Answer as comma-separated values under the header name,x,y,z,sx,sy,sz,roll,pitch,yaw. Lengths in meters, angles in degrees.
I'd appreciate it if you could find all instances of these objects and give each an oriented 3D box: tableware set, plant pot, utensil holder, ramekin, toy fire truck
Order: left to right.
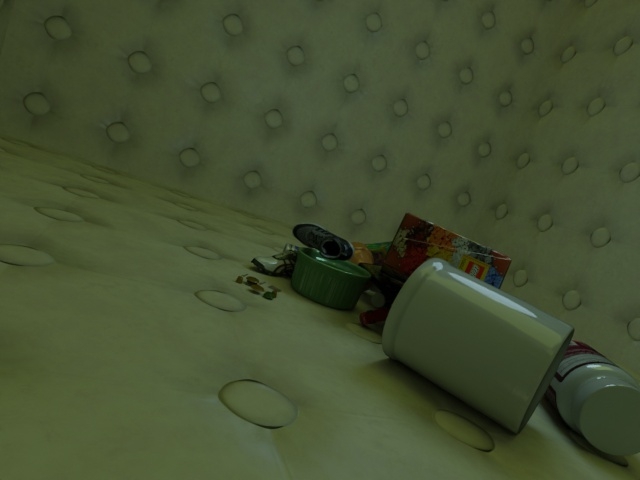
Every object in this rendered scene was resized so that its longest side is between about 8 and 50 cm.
name,x,y,z,sx,sy,sz,roll,pitch,yaw
tableware set,-0.212,0.158,1.475,0.154,0.024,0.104,23,11,15
ramekin,0.031,0.149,1.706,0.304,0.148,0.303,20,7,-2
plant pot,0.175,0.141,2.088,0.205,0.205,0.188,17,24,-25
toy fire truck,0.216,0.269,1.572,0.192,0.047,0.135,-8,-13,-22
utensil holder,0.418,0.271,1.183,0.386,0.327,0.328,27,10,34

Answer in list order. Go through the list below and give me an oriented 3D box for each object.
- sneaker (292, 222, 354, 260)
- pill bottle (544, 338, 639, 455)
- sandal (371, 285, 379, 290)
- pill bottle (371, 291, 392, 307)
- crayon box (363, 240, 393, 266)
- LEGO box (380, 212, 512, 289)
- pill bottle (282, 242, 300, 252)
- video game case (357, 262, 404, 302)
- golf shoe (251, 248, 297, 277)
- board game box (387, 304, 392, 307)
name,x,y,z,sx,sy,sz,roll,pitch,yaw
sneaker,0.000,0.000,1.714,0.269,0.101,0.153,24,5,11
pill bottle,0.800,0.448,1.306,0.224,0.224,0.392,22,7,9
sandal,0.223,0.186,2.252,0.240,0.088,0.079,31,-13,23
pill bottle,0.273,0.258,1.901,0.067,0.067,0.120,25,8,32
crayon box,0.289,0.102,2.230,0.081,0.165,0.278,-33,15,-34
LEGO box,0.436,0.098,1.655,0.373,0.193,0.500,25,-4,10
pill bottle,-0.082,0.092,1.967,0.187,0.111,0.112,19,7,-8
video game case,0.319,0.194,1.925,0.275,0.035,0.248,12,27,-49
golf shoe,-0.158,0.084,1.800,0.273,0.120,0.105,13,12,-40
board game box,0.419,0.295,1.813,0.243,0.042,0.165,8,-10,-36
